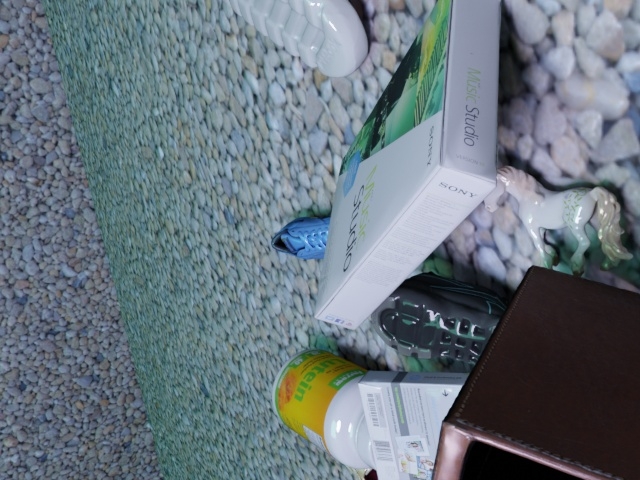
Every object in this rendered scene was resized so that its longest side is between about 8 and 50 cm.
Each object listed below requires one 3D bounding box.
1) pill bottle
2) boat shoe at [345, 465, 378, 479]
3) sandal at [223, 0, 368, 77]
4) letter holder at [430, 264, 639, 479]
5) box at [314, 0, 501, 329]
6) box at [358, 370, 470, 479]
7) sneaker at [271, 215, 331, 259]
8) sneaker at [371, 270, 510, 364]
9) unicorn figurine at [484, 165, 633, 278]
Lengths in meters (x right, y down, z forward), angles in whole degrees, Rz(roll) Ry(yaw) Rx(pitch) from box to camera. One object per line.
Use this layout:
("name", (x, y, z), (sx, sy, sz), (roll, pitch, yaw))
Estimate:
("pill bottle", (0.042, 0.253, 1.078), (0.246, 0.136, 0.136), (12, 119, 57))
("boat shoe", (0.078, 0.371, 1.193), (0.135, 0.050, 0.045), (55, 147, 5))
("sandal", (-0.077, -0.364, 0.933), (0.416, 0.102, 0.169), (47, 162, 13))
("letter holder", (0.218, 0.155, 0.528), (0.214, 0.302, 0.152), (14, 111, 21))
("box", (0.081, -0.073, 0.747), (0.322, 0.058, 0.232), (126, 158, -56))
("box", (0.148, 0.232, 0.891), (0.186, 0.038, 0.145), (-5, 107, 30))
("sneaker", (0.000, 0.000, 1.046), (0.209, 0.082, 0.069), (-1, 105, 59))
("sneaker", (0.189, 0.095, 0.773), (0.267, 0.106, 0.101), (23, 125, 28))
("unicorn figurine", (0.215, -0.022, 0.691), (0.162, 0.060, 0.111), (-7, 102, 45))
